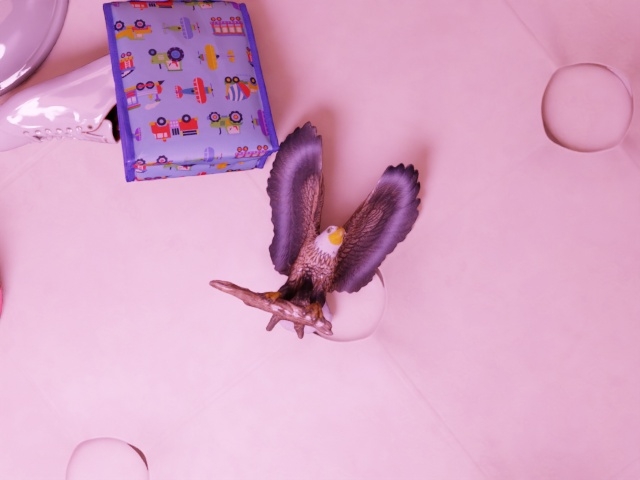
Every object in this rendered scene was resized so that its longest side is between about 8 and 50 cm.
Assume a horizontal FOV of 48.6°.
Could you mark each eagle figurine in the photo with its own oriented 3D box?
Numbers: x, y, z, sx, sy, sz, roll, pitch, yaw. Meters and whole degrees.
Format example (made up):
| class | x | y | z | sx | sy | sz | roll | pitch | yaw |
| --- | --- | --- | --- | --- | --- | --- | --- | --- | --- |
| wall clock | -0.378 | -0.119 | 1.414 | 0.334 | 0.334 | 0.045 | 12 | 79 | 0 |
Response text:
| class | x | y | z | sx | sy | sz | roll | pitch | yaw |
| --- | --- | --- | --- | --- | --- | --- | --- | --- | --- |
| eagle figurine | 0.007 | -0.002 | 1.097 | 0.226 | 0.225 | 0.298 | 44 | 56 | -36 |

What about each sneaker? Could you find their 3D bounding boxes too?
| class | x | y | z | sx | sy | sz | roll | pitch | yaw |
| --- | --- | --- | --- | --- | --- | --- | --- | --- | --- |
| sneaker | -0.399 | -0.193 | 1.134 | 0.290 | 0.106 | 0.123 | -26 | 87 | 2 |

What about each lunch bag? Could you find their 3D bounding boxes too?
| class | x | y | z | sx | sy | sz | roll | pitch | yaw |
| --- | --- | --- | --- | --- | --- | --- | --- | --- | --- |
| lunch bag | -0.205 | -0.253 | 1.087 | 0.221 | 0.138 | 0.293 | -7 | 84 | -17 |

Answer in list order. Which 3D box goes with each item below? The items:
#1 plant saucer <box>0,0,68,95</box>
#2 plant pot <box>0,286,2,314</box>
| class | x | y | z | sx | sy | sz | roll | pitch | yaw |
| --- | --- | --- | --- | --- | --- | --- | --- | --- | --- |
| plant saucer | -0.618 | -0.424 | 1.150 | 0.401 | 0.100 | 0.400 | 0 | 90 | 3 |
| plant pot | -0.684 | 0.108 | 1.091 | 0.243 | 0.275 | 0.274 | 28 | 92 | 11 |
